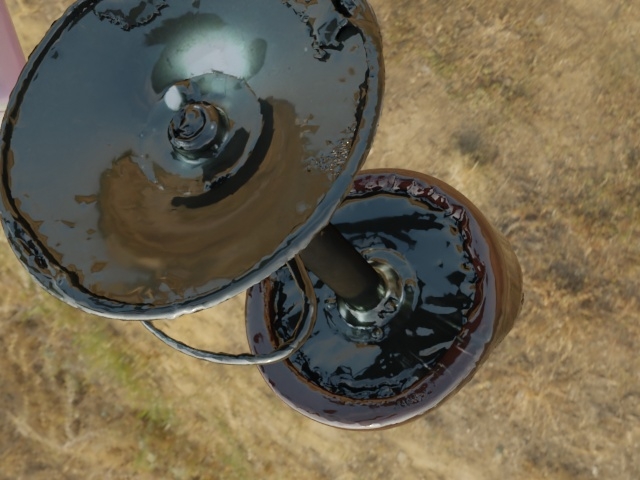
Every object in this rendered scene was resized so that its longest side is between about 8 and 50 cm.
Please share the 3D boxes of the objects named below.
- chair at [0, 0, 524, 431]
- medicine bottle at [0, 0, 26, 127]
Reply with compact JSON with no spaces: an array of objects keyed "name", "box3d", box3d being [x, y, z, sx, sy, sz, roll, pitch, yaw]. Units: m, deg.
[{"name":"chair","box3d":[0.000,0.000,0.648,0.226,0.226,0.401,5,162,25]},{"name":"medicine bottle","box3d":[-0.339,-0.204,0.772,0.152,0.152,0.254,-20,89,35]}]
